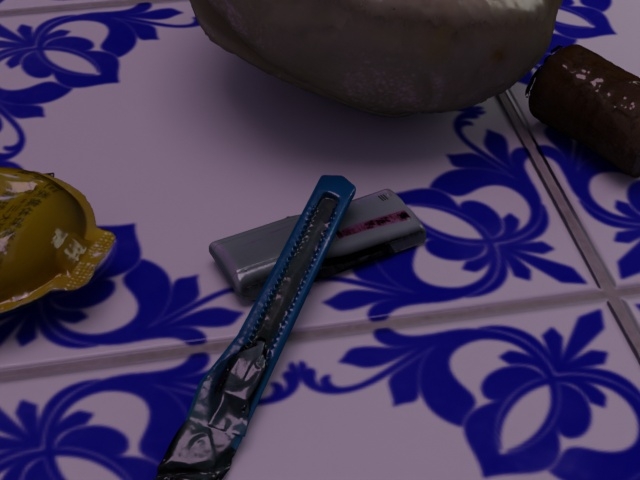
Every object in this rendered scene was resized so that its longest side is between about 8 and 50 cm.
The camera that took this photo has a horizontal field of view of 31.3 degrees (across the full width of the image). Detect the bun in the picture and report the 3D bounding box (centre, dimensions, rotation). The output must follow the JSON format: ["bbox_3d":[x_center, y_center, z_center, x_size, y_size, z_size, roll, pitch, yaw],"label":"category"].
[{"bbox_3d":[0.036,-0.245,1.030,0.365,0.219,0.365,9,51,-11],"label":"bun"}]

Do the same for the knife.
[{"bbox_3d":[-0.038,0.055,0.811,0.044,0.026,0.297,17,53,11],"label":"knife"}]

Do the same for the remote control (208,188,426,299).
[{"bbox_3d":[0.000,0.000,0.895,0.166,0.029,0.065,-18,45,-21],"label":"remote control"}]

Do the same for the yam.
[{"bbox_3d":[0.248,-0.112,0.992,0.084,0.084,0.127,-28,53,-28],"label":"yam"}]

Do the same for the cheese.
[{"bbox_3d":[-0.289,-0.007,0.867,0.270,0.069,0.177,9,42,13],"label":"cheese"}]
